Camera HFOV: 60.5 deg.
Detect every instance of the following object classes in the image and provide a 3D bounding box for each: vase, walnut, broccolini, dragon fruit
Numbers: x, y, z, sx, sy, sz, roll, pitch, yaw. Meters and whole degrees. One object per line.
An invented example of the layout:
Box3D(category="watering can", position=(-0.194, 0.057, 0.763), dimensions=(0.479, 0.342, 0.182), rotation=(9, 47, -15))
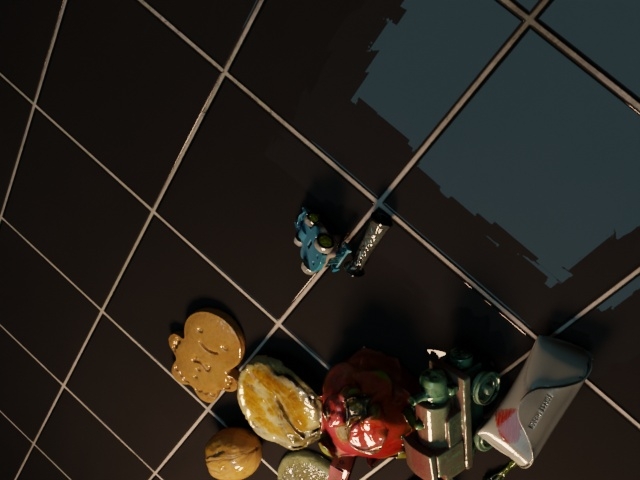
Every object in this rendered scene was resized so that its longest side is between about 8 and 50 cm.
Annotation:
Box3D(category="vase", position=(0.114, 0.012, 1.334), dimensions=(0.059, 0.059, 0.166), rotation=(33, 122, 10))
Box3D(category="walnut", position=(-0.277, 0.683, 1.759), dimensions=(0.197, 0.165, 0.165), rotation=(-26, 98, 24))
Box3D(category="broccolini", position=(0.493, 0.586, 1.415), dimensions=(0.042, 0.044, 0.218), rotation=(48, 119, 19))
Box3D(category="dragon fruit", position=(0.115, 0.457, 1.429), dimensions=(0.306, 0.226, 0.305), rotation=(9, 114, 21))

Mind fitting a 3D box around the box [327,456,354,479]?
Box3D(category="box", position=(0.068, 0.632, 1.569), dimensions=(0.060, 0.156, 0.111), rotation=(16, 119, 12))

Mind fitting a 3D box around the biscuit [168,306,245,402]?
Box3D(category="biscuit", position=(-0.357, 0.361, 1.722), dimensions=(0.275, 0.052, 0.354), rotation=(37, 123, 8))

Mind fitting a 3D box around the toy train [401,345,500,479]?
Box3D(category="toy train", position=(0.305, 0.409, 1.304), dimensions=(0.150, 0.222, 0.304), rotation=(21, 124, 55))

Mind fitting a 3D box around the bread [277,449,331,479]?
Box3D(category="bread", position=(-0.026, 0.787, 1.749), dimensions=(0.267, 0.040, 0.266), rotation=(10, 116, 23))

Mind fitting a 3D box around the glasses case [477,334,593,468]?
Box3D(category="glasses case", position=(0.477, 0.358, 1.220), dimensions=(0.128, 0.083, 0.307), rotation=(28, 98, 3))

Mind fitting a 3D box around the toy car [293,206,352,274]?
Box3D(category="toy car", position=(0.000, 0.000, 1.377), dimensions=(0.126, 0.098, 0.161), rotation=(-59, 41, 46))

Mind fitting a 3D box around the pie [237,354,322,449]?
Box3D(category="pie", position=(-0.117, 0.489, 1.641), dimensions=(0.340, 0.077, 0.338), rotation=(17, 126, 26))
